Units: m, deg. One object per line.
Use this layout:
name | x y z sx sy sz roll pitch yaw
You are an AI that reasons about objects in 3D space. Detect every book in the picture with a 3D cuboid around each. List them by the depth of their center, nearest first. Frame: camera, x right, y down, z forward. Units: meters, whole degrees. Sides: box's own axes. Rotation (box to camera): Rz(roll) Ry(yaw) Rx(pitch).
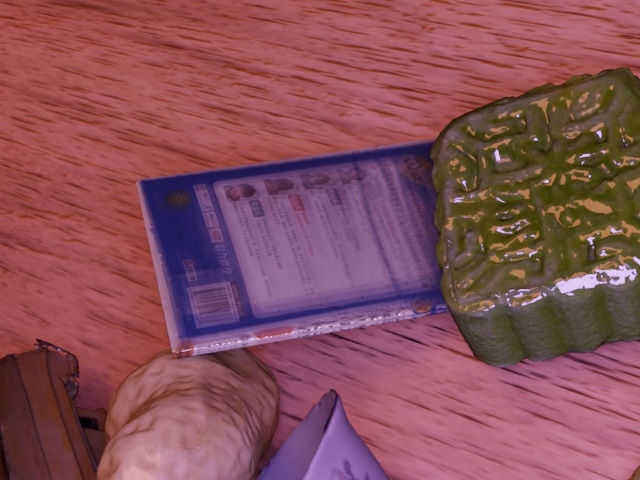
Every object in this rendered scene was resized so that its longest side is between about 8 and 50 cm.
book | 0.000 0.000 1.352 0.322 0.018 0.228 -8 47 -10

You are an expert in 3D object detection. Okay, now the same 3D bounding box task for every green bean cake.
green bean cake | 0.213 -0.026 1.250 0.222 0.125 0.248 -15 49 14

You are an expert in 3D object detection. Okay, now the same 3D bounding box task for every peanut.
peanut | -0.121 0.175 1.249 0.147 0.148 0.319 -27 9 13

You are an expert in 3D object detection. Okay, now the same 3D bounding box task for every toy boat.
toy boat | -0.230 0.242 1.310 0.136 0.162 0.445 -67 24 13

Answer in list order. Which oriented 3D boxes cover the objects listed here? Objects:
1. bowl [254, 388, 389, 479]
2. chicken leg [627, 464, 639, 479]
bowl | -0.020 0.300 1.114 0.157 0.345 0.345 33 75 -1
chicken leg | 0.269 0.201 1.105 0.178 0.070 0.093 -26 53 24
